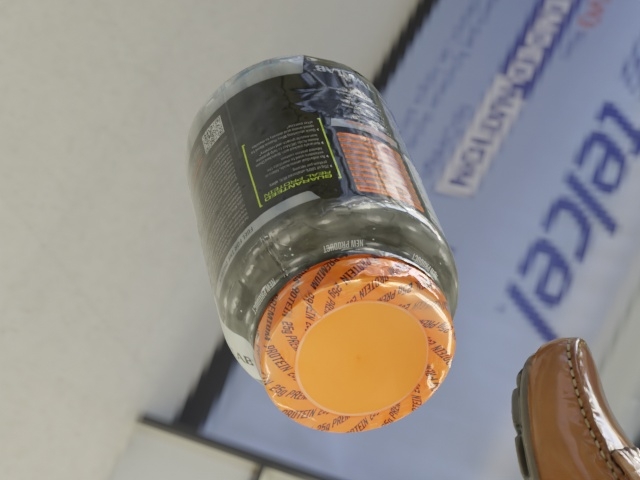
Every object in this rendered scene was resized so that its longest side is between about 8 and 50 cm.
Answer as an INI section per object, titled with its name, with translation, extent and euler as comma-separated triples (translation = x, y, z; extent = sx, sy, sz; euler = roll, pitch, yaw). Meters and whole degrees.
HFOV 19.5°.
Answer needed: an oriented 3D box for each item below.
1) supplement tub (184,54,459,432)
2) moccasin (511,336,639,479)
[supplement tub]
translation = 0.000, 0.000, 1.633
extent = 0.338, 0.207, 0.207
euler = -107, -176, -54
[moccasin]
translation = 0.233, 0.213, 1.161
extent = 0.147, 0.380, 0.139
euler = -32, 139, 10
